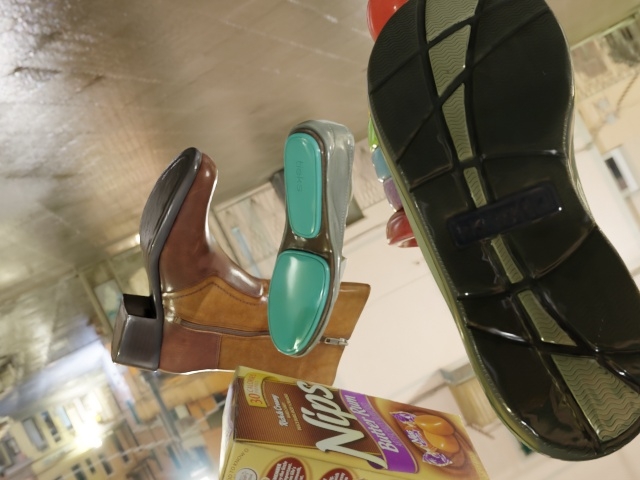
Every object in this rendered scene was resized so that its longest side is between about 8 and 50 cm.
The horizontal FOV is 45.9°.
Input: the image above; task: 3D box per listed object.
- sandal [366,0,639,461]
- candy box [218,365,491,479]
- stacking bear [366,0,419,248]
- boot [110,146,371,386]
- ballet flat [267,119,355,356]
[{"bbox_3d":[0.103,-0.023,0.448,0.120,0.303,0.086,-12,162,6],"label":"sandal"},{"bbox_3d":[0.022,0.154,0.545,0.186,0.053,0.109,13,-164,-9],"label":"candy box"},{"bbox_3d":[0.120,-0.147,0.781,0.175,0.289,0.164,-8,174,-17],"label":"stacking bear"},{"bbox_3d":[-0.064,0.046,0.840,0.280,0.264,0.096,11,-166,-24],"label":"boot"},{"bbox_3d":[0.000,0.000,0.670,0.072,0.213,0.068,17,-160,36],"label":"ballet flat"}]
